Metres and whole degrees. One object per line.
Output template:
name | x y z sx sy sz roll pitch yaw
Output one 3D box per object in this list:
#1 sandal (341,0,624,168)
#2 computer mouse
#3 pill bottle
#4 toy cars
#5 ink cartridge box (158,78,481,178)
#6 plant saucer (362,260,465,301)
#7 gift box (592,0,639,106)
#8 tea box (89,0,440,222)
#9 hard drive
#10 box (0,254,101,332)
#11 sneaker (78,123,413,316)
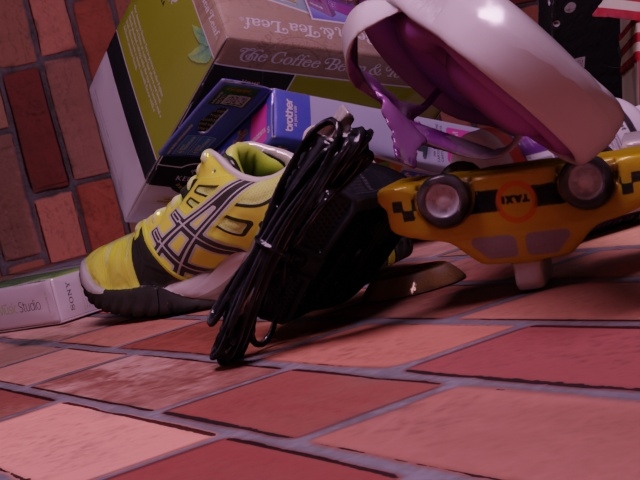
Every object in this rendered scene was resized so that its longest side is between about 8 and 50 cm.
sandal | 0.073 -0.103 0.911 0.102 0.169 0.416 -48 7 2
computer mouse | -0.004 -0.013 1.005 0.072 0.188 0.272 34 11 14
pill bottle | 0.215 -0.059 1.144 0.193 0.108 0.108 -15 4 -19
toy cars | 0.230 -0.033 0.971 0.393 0.087 0.176 -12 8 -26
ink cartridge box | 0.008 -0.079 1.409 0.311 0.065 0.186 11 -23 -24
plant saucer | 0.071 0.030 1.072 0.083 0.015 0.083 -14 4 1
gift box | 0.480 -0.237 1.723 0.276 0.255 0.258 -7 3 6
tea box | -0.057 -0.191 1.644 0.329 0.220 0.323 3 -38 -33
hard drive | 0.430 -0.271 1.987 0.236 0.339 0.064 -14 45 -6
box | -0.265 0.046 1.685 0.232 0.059 0.322 -10 5 44
sneaker | -0.085 -0.017 1.314 0.384 0.147 0.145 -12 6 35
